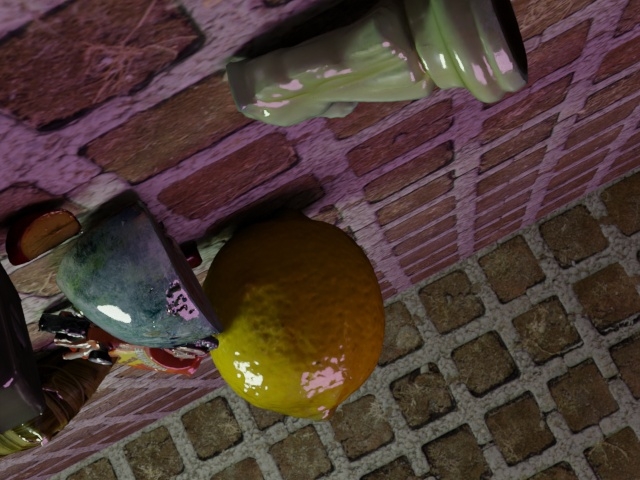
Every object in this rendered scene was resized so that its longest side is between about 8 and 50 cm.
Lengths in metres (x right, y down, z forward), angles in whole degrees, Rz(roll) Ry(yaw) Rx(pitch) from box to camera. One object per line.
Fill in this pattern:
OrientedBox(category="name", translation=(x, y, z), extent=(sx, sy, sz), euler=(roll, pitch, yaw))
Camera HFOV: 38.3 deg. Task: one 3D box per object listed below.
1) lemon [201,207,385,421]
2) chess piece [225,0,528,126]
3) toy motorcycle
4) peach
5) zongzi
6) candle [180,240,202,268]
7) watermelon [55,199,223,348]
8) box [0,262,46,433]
OrientedBox(category="lemon", translation=(-0.047, 0.124, 1.546), extent=(0.336, 0.336, 0.336), euler=(-26, 168, -6))
OrientedBox(category="chess piece", translation=(0.054, -0.189, 0.964), extent=(0.298, 0.175, 0.176), euler=(-18, 172, 20))
OrientedBox(category="toy motorcycle", translation=(-0.296, 0.160, 1.468), extent=(0.298, 0.089, 0.171), euler=(5, 169, 12))
OrientedBox(category="peach", translation=(-0.323, -0.009, 1.063), extent=(0.083, 0.050, 0.077), euler=(-20, -167, 10))
OrientedBox(category="zongzi", translation=(-0.526, 0.287, 1.767), extent=(0.286, 0.134, 0.288), euler=(-23, -163, 40))
OrientedBox(category="candle", translation=(-0.264, 0.056, 1.472), extent=(0.162, 0.048, 0.053), euler=(-25, -173, -11))
OrientedBox(category="watermelon", translation=(-0.256, 0.084, 1.272), extent=(0.175, 0.188, 0.322), euler=(-28, 167, -3))
OrientedBox(category="box", translation=(-0.413, 0.120, 1.012), extent=(0.166, 0.220, 0.290), euler=(-15, 165, -14))
